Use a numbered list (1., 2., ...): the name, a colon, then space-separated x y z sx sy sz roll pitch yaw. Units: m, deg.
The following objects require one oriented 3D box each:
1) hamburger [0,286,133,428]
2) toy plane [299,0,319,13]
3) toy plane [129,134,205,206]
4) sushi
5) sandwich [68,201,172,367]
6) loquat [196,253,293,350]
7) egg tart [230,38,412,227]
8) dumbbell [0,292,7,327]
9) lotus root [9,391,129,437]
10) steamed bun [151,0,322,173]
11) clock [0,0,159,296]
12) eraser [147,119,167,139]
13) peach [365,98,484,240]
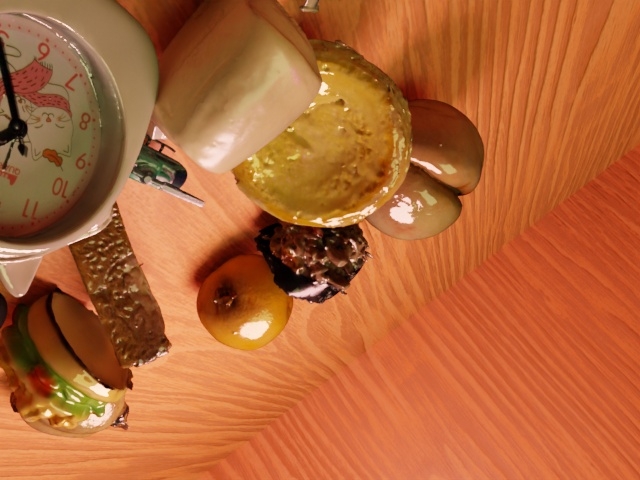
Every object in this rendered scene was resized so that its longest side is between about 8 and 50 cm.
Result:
1. hamburger: -0.445 0.208 0.927 0.149 0.237 0.237 -36 154 -4
2. toy plane: -0.002 -0.369 0.663 0.262 0.088 0.192 -27 154 -53
3. toy plane: -0.268 -0.113 0.763 0.235 0.096 0.060 26 113 -42
4. sushi: 0.003 -0.004 1.126 0.218 0.238 0.225 -56 166 23
5. sandwich: -0.346 0.056 0.913 0.100 0.288 0.254 -21 -166 -17
6. loquat: -0.161 0.132 1.175 0.208 0.208 0.208 -29 153 -17
7. egg tart: -0.004 -0.166 0.874 0.315 0.315 0.120 -53 -170 29
8. dumbbell: -0.516 0.069 0.736 0.100 0.100 0.191 -30 153 -15
9. lotus root: -0.506 0.330 1.134 0.154 0.140 0.257 -31 146 17
10. steamed bun: -0.111 -0.196 0.700 0.225 0.200 0.170 -40 137 16
11. clock: -0.302 -0.113 0.522 0.265 0.109 0.324 33 70 -65
12. eraser: -0.196 -0.174 0.794 0.122 0.052 0.029 -12 143 -40
13. peach: 0.187 -0.144 1.103 0.292 0.247 0.292 -15 129 -19
